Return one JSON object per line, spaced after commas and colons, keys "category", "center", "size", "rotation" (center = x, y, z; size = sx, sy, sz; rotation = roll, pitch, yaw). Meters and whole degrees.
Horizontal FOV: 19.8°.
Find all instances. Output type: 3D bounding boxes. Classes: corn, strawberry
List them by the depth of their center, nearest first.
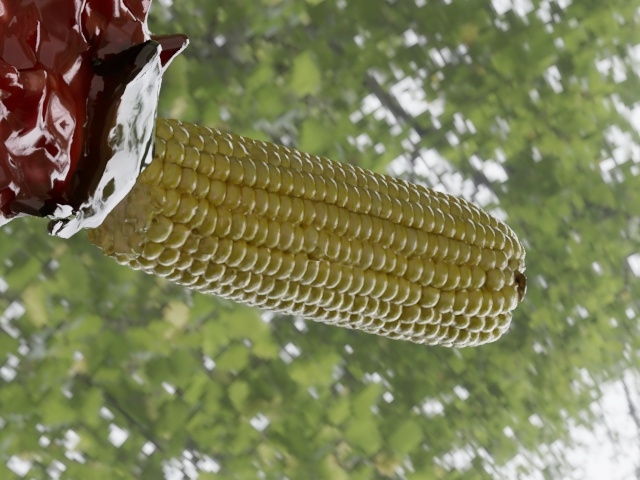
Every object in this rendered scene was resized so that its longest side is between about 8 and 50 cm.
{"category": "strawberry", "center": [-0.154, -0.070, 0.449], "size": [0.190, 0.236, 0.111], "rotation": [-147, -116, -69]}
{"category": "corn", "center": [0.000, 0.000, 0.902], "size": [0.081, 0.248, 0.081], "rotation": [-24, -121, 49]}
